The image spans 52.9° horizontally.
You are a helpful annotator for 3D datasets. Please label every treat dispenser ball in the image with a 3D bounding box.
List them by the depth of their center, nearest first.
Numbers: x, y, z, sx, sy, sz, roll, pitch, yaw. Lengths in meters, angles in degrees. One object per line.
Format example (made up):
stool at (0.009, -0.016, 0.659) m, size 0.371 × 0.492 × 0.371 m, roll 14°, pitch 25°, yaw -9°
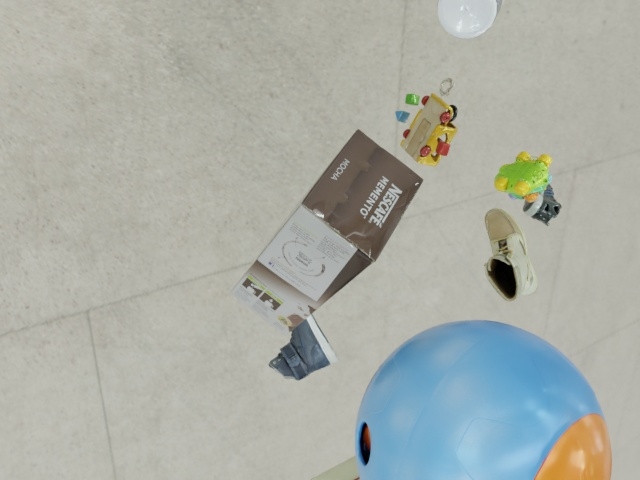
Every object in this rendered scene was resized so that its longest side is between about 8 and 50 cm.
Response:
treat dispenser ball at (0.183, 0.237, 0.752) m, size 0.288 × 0.288 × 0.288 m, roll -17°, pitch 121°, yaw -31°

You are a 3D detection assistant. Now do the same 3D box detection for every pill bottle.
pill bottle at (0.350, -0.554, 1.457) m, size 0.245 × 0.130 × 0.130 m, roll -57°, pitch 145°, yaw -51°

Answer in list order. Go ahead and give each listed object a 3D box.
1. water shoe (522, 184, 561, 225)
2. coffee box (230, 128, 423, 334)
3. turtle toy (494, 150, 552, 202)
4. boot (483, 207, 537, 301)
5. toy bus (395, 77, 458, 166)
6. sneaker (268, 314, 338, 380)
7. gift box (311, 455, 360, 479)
water shoe at (0.557, -0.088, 1.605) m, size 0.073 × 0.080 × 0.203 m, roll -55°, pitch 172°, yaw 33°
coffee box at (0.000, 0.000, 0.933) m, size 0.119 × 0.297 × 0.168 m, roll 38°, pitch 55°, yaw -4°
turtle toy at (0.374, -0.113, 1.200) m, size 0.095 × 0.130 × 0.066 m, roll -47°, pitch 121°, yaw -13°
boot at (0.401, 0.027, 1.409) m, size 0.165 × 0.077 × 0.213 m, roll -4°, pitch 72°, yaw -58°
toy bus at (0.299, -0.291, 1.654) m, size 0.104 × 0.202 × 0.191 m, roll 6°, pitch 80°, yaw -37°
sneaker at (-0.078, 0.247, 1.639) m, size 0.163 × 0.226 × 0.086 m, roll -30°, pitch 158°, yaw -2°
gift box at (0.142, 0.689, 1.689) m, size 0.258 × 0.276 × 0.255 m, roll -27°, pitch 118°, yaw 0°
